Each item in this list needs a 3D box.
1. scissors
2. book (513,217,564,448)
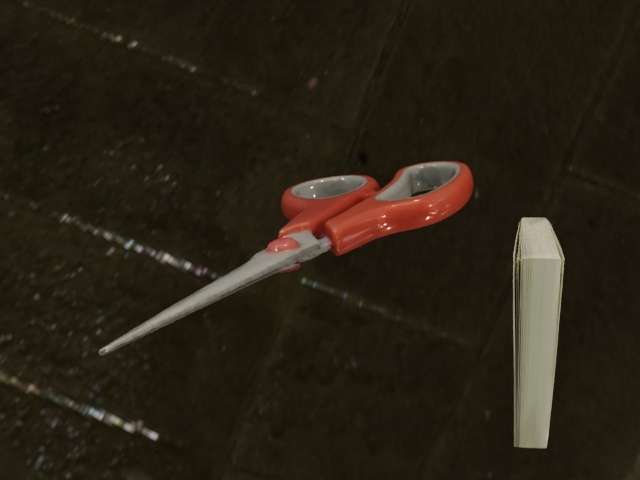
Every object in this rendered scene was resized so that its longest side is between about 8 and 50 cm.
[{"bbox_3d":[0.000,0.000,0.668,0.109,0.297,0.021,-2,103,18],"label":"scissors"},{"bbox_3d":[0.156,0.065,1.018,0.035,0.096,0.144,1,108,7],"label":"book"}]
